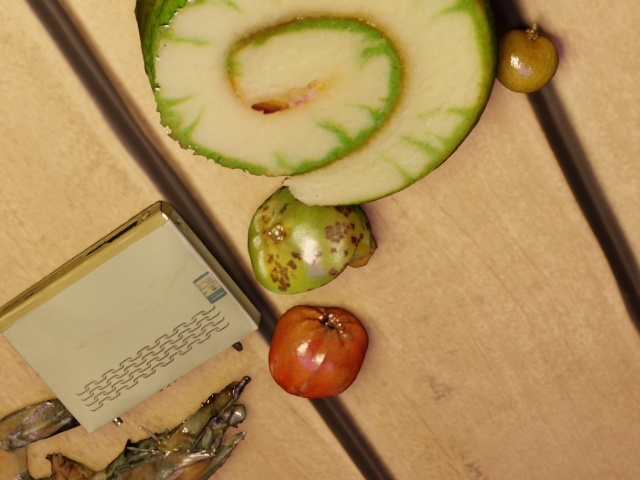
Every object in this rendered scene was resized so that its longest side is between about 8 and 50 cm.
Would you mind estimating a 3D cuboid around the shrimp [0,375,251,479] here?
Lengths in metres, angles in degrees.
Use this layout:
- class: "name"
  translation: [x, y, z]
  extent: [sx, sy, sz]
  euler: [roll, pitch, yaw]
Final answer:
- class: "shrimp"
  translation: [-0.274, 0.273, 2.088]
  extent: [0.445, 0.085, 0.272]
  euler: [-34, 120, 23]

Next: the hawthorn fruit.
- class: "hawthorn fruit"
  translation: [-0.003, 0.138, 1.979]
  extent: [0.128, 0.128, 0.128]
  euler: [-3, 130, -4]

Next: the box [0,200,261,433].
- class: "box"
  translation: [-0.228, 0.098, 1.930]
  extent: [0.270, 0.045, 0.211]
  euler: [-34, 106, 19]

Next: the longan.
- class: "longan"
  translation: [0.223, -0.201, 1.749]
  extent: [0.075, 0.075, 0.083]
  euler: [9, 130, -14]

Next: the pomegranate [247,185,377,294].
- class: "pomegranate"
  translation: [-0.005, -0.012, 1.853]
  extent: [0.143, 0.169, 0.122]
  euler: [-14, 95, 43]

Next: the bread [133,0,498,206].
- class: "bread"
  translation: [-0.002, -0.200, 1.686]
  extent: [0.366, 0.129, 0.382]
  euler: [-12, 131, 0]
